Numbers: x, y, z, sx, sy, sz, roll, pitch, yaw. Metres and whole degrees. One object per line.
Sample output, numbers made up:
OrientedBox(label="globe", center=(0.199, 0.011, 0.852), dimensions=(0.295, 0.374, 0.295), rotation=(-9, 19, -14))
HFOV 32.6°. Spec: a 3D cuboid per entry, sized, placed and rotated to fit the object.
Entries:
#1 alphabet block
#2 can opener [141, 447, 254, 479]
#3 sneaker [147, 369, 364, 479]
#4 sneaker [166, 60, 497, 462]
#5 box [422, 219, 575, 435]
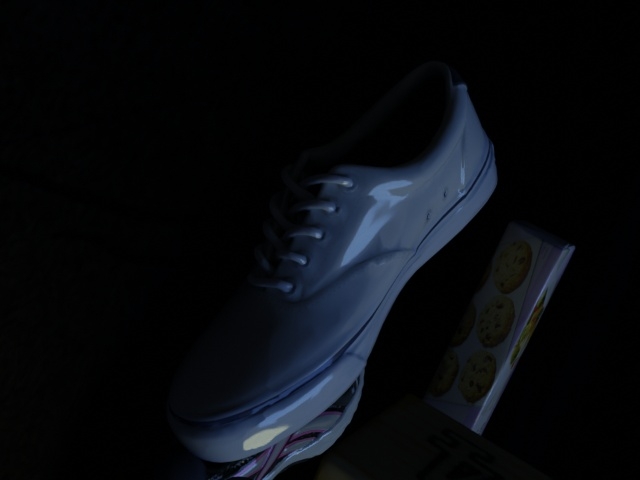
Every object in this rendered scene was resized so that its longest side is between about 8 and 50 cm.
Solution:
OrientedBox(label="alphabet block", center=(0.093, 0.285, 0.991), dimensions=(0.193, 0.197, 0.192), rotation=(-18, 132, -62))
OrientedBox(label="can opener", center=(-0.120, 0.230, 0.603), dimensions=(0.283, 0.076, 0.095), rotation=(-60, -167, 13))
OrientedBox(label="sneaker", center=(-0.034, 0.098, 0.637), dimensions=(0.178, 0.072, 0.077), rotation=(-51, 151, -35))
OrientedBox(label="sneaker", center=(0.000, 0.000, 0.588), dimensions=(0.258, 0.094, 0.091), rotation=(-50, 133, -29))
OrientedBox(label="box", center=(0.163, 0.134, 1.141), dimensions=(0.063, 0.067, 0.324), rotation=(-6, 123, -64))
